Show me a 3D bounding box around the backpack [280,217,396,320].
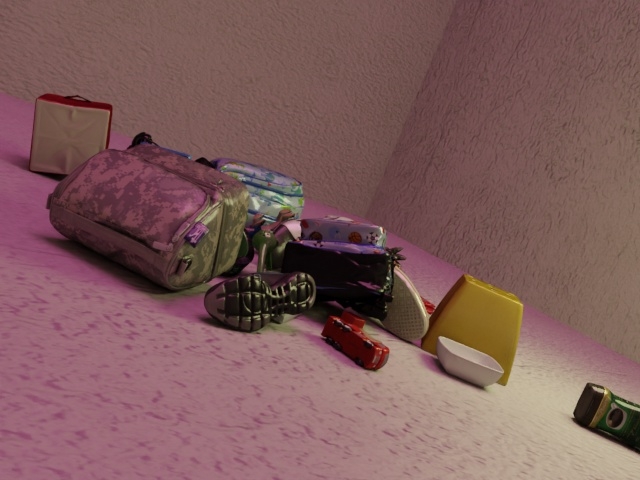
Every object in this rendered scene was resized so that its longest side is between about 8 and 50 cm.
[{"bbox_3d":[0.048,0.061,1.693,0.276,0.213,0.263,11,-12,11],"label":"backpack"}]

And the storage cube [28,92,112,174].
[{"bbox_3d":[-0.646,-0.269,1.966,0.183,0.215,0.193,8,11,-16],"label":"storage cube"}]

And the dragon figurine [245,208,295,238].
[{"bbox_3d":[-0.133,0.000,2.069,0.289,0.144,0.085,-12,19,-17],"label":"dragon figurine"}]

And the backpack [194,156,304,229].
[{"bbox_3d":[-0.223,-0.122,2.216,0.355,0.273,0.290,33,-3,-17],"label":"backpack"}]

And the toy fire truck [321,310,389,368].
[{"bbox_3d":[0.076,0.194,1.476,0.135,0.047,0.192,17,10,-46],"label":"toy fire truck"}]

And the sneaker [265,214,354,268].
[{"bbox_3d":[0.000,0.000,1.971,0.330,0.123,0.146,-20,21,-41],"label":"sneaker"}]

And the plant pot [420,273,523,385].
[{"bbox_3d":[0.377,0.198,1.816,0.212,0.187,0.212,24,7,6],"label":"plant pot"}]

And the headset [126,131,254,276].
[{"bbox_3d":[-0.314,-0.073,1.698,0.394,0.185,0.243,54,19,9],"label":"headset"}]

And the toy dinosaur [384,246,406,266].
[{"bbox_3d":[0.109,0.087,2.020,0.218,0.164,0.322,-6,48,-43],"label":"toy dinosaur"}]

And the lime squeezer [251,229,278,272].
[{"bbox_3d":[-0.121,0.029,1.728,0.058,0.110,0.310,-13,3,0],"label":"lime squeezer"}]

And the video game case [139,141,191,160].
[{"bbox_3d":[-0.323,-0.107,1.541,0.119,0.166,0.015,17,22,20],"label":"video game case"}]

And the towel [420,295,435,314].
[{"bbox_3d":[0.209,0.150,2.281,0.198,0.031,0.275,18,7,-21],"label":"towel"}]

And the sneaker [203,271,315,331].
[{"bbox_3d":[-0.123,0.108,1.368,0.106,0.101,0.267,1,0,37],"label":"sneaker"}]

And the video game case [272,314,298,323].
[{"bbox_3d":[-0.116,0.121,1.525,0.143,0.019,0.157,24,8,12],"label":"video game case"}]

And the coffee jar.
[{"bbox_3d":[0.655,0.387,1.651,0.184,0.096,0.079,25,5,10],"label":"coffee jar"}]

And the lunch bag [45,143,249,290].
[{"bbox_3d":[-0.314,-0.038,1.402,0.305,0.213,0.256,24,25,17],"label":"lunch bag"}]

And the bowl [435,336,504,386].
[{"bbox_3d":[0.318,0.269,1.649,0.142,0.053,0.142,23,8,-4],"label":"bowl"}]

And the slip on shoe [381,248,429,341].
[{"bbox_3d":[0.167,0.107,1.830,0.101,0.123,0.331,14,31,-46],"label":"slip on shoe"}]
